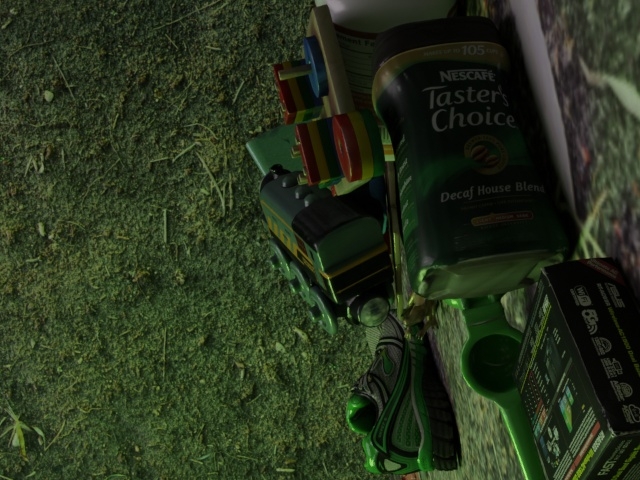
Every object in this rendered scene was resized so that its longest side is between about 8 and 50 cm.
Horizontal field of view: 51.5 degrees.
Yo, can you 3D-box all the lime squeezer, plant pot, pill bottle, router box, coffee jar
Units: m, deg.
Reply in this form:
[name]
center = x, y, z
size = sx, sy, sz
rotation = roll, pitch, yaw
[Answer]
[lime squeezer]
center = 0.131, 0.079, 0.529
size = 0.110, 0.058, 0.310
rotation = 82, 178, -56
[plant pot]
center = 0.011, -0.136, 1.460
size = 0.252, 0.247, 0.248
rotation = 63, 179, 1
[pill bottle]
center = 0.058, -0.184, 0.578
size = 0.216, 0.121, 0.121
rotation = 82, 179, -50
[router box]
center = 0.140, 0.081, 0.352
size = 0.122, 0.038, 0.092
rotation = 81, -179, -52
[coffee jar]
center = 0.090, -0.059, 0.435
size = 0.079, 0.096, 0.184
rotation = 89, 172, -66

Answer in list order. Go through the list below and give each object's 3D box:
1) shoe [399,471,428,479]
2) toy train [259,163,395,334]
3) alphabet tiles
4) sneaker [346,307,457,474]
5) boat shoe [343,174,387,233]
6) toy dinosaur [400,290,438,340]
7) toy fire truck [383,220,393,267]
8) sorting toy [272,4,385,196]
[shoe]
center = 0.180, 0.502, 1.367
size = 0.063, 0.081, 0.178
rotation = 82, 180, -54
[toy train]
center = 0.000, 0.000, 1.019
size = 0.334, 0.142, 0.190
rotation = 45, 156, 55
[alphabet tiles]
center = 0.112, -0.056, 1.048
size = 0.343, 0.011, 0.285
rotation = -89, -8, -50
[sneaker]
center = 0.106, 0.220, 1.042
size = 0.343, 0.146, 0.134
rotation = -97, -1, -66
[boat shoe]
center = 0.068, -0.070, 1.148
size = 0.258, 0.089, 0.109
rotation = 70, -163, -73
[toy dinosaur]
center = 0.140, 0.074, 0.898
size = 0.183, 0.053, 0.093
rotation = -72, -12, -56
[toy fire truck]
center = 0.125, 0.033, 1.337
size = 0.192, 0.047, 0.135
rotation = -101, 1, -61
[sorting toy]
center = -0.006, -0.102, 0.552
size = 0.274, 0.046, 0.132
rotation = -179, 75, -85
